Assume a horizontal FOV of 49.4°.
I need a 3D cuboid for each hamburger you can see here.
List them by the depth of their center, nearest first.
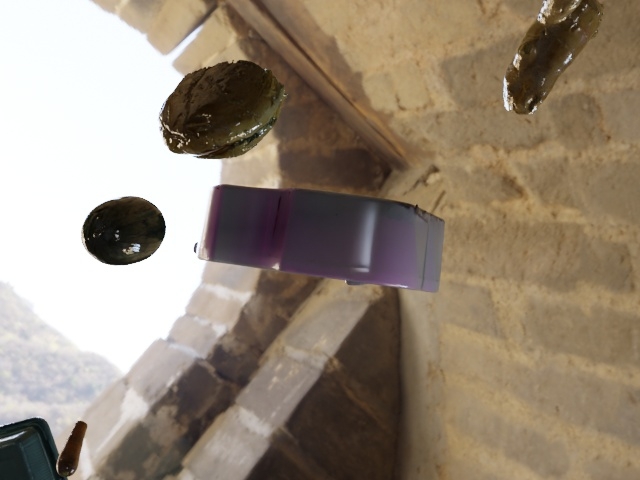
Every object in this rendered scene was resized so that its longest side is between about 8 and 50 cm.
[{"bbox_3d":[-0.231,-0.262,1.494,0.308,0.211,0.132,2,-34,33],"label":"hamburger"}]

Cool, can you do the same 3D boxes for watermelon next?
[{"bbox_3d":[-0.212,-0.010,0.751,0.078,0.078,0.110,39,21,6],"label":"watermelon"}]

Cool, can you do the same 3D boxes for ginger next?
[{"bbox_3d":[0.319,-0.270,0.949,0.081,0.115,0.206,33,-59,14],"label":"ginger"}]

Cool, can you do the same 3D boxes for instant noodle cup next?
[{"bbox_3d":[-0.579,0.442,1.348,0.157,0.070,0.179,-20,-91,25],"label":"instant noodle cup"}]

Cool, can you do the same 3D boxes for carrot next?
[{"bbox_3d":[-0.381,0.320,1.071,0.032,0.032,0.093,54,21,-31],"label":"carrot"}]

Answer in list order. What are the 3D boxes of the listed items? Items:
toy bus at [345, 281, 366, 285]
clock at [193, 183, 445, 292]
[{"bbox_3d":[0.063,0.026,1.450,0.172,0.072,0.057,-113,-165,-53],"label":"toy bus"},{"bbox_3d":[0.000,0.000,0.953,0.338,0.102,0.338,8,-3,0],"label":"clock"}]
